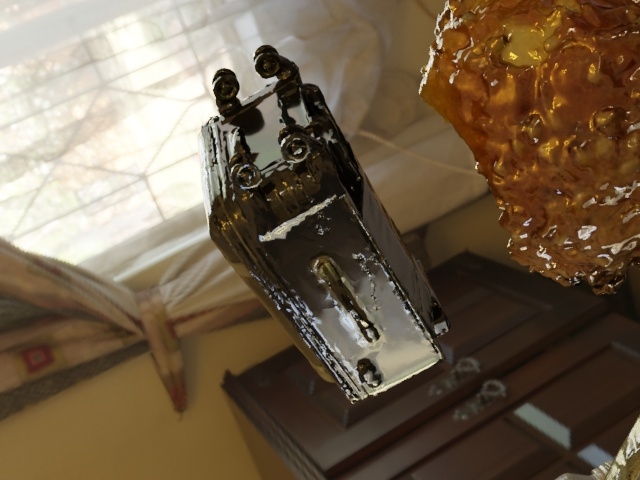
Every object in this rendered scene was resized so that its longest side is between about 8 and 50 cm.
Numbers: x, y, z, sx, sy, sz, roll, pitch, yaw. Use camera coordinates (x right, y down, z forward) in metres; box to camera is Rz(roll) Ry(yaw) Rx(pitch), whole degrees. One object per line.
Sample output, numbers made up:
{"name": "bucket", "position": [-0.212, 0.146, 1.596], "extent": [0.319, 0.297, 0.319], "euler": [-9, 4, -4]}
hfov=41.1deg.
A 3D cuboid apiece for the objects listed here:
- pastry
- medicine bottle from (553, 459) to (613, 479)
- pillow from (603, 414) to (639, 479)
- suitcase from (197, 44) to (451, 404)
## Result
{"name": "pastry", "position": [0.327, -0.159, 0.999], "extent": [0.405, 0.337, 0.292], "euler": [59, -158, -10]}
{"name": "medicine bottle", "position": [0.414, 0.455, 1.392], "extent": [0.135, 0.215, 0.135], "euler": [57, 179, 2]}
{"name": "pillow", "position": [0.432, 0.246, 1.070], "extent": [0.075, 0.184, 0.303], "euler": [34, 114, 28]}
{"name": "suitcase", "position": [0.000, 0.000, 1.083], "extent": [0.434, 0.194, 0.283], "euler": [54, -169, -36]}
